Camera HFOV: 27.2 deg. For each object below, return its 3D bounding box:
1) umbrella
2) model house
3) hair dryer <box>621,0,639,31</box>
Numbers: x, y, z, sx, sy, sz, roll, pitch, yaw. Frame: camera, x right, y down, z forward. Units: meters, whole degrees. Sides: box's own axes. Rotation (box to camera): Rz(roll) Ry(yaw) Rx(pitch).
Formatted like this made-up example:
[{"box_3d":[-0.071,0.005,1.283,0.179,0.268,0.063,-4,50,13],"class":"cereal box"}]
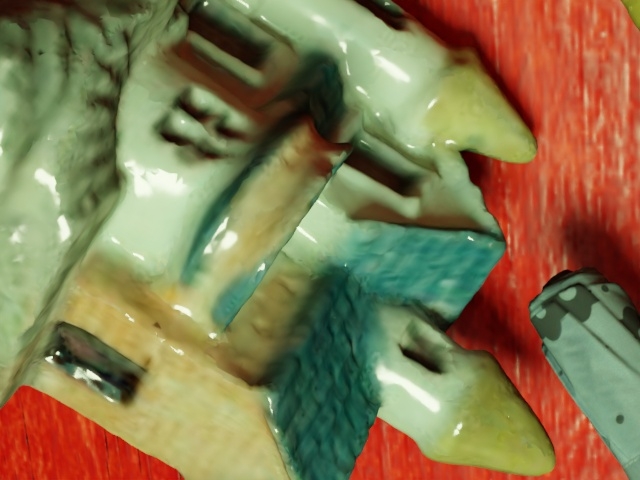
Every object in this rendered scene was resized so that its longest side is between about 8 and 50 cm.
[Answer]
[{"box_3d":[0.173,0.121,0.607,0.250,0.052,0.053,59,165,20],"class":"umbrella"},{"box_3d":[0.000,0.000,0.640,0.325,0.267,0.194,34,133,-1],"class":"model house"},{"box_3d":[0.204,-0.028,0.625,0.135,0.090,0.279,-34,84,34],"class":"hair dryer"}]
